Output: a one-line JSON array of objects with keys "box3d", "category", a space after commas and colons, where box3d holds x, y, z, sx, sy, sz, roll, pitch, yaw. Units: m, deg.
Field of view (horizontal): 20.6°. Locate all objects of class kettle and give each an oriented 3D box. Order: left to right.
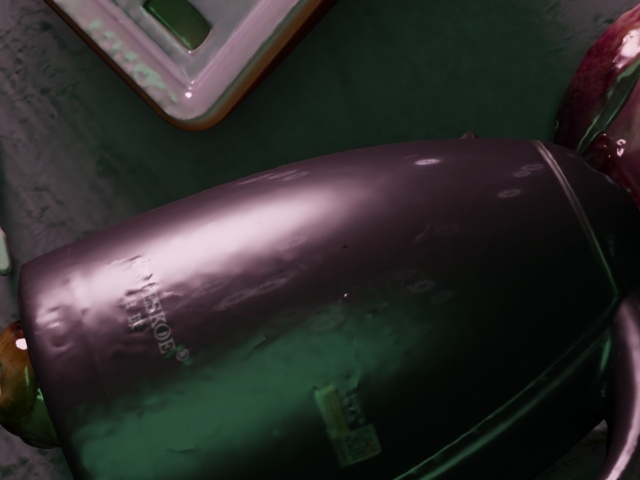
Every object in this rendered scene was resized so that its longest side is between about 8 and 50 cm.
[{"box3d": [0.034, 0.075, 0.833, 0.290, 0.207, 0.268, -22, 49, -1], "category": "kettle"}]

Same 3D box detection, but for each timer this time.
[{"box3d": [-0.076, -0.230, 1.024, 0.257, 0.161, 0.250, 45, 97, 6], "category": "timer"}]

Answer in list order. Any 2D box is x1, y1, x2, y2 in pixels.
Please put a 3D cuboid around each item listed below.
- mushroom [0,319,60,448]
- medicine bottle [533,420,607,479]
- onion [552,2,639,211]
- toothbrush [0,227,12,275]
[{"box3d": [-0.034, 0.127, 1.006, 0.333, 0.107, 0.087, 23, 84, 5], "category": "mushroom"}, {"box3d": [0.175, 0.221, 0.867, 0.245, 0.290, 0.245, -1, 94, -14], "category": "medicine bottle"}, {"box3d": [0.260, -0.046, 1.009, 0.247, 0.111, 0.250, 4, 86, 2], "category": "onion"}, {"box3d": [-0.212, -0.077, 1.080, 0.017, 0.022, 0.204, -12, 83, -3], "category": "toothbrush"}]
